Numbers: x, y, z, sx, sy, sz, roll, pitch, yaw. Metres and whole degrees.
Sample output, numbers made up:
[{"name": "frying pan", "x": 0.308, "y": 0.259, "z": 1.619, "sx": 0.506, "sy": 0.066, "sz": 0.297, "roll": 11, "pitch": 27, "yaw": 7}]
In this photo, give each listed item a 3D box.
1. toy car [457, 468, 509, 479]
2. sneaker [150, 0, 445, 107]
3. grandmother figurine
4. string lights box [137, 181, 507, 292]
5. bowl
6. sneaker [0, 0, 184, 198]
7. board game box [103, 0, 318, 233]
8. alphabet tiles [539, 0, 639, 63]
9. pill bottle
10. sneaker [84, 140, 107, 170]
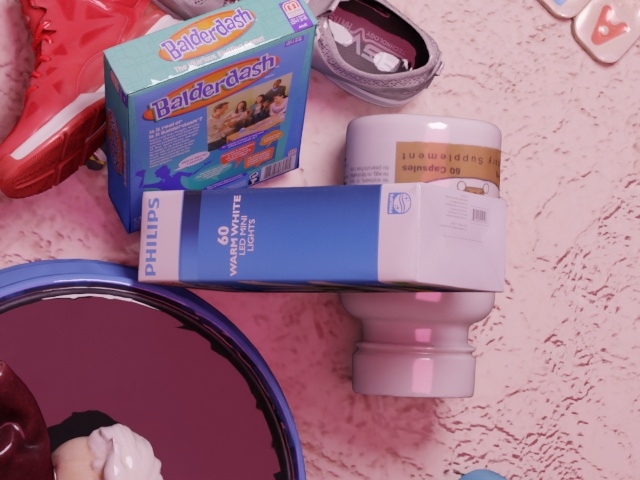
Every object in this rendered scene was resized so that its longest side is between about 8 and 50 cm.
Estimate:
[{"name": "toy car", "x": 0.194, "y": 0.351, "z": 1.612, "sx": 0.210, "sy": 0.219, "sz": 0.238, "roll": -47, "pitch": 131, "yaw": -13}, {"name": "sneaker", "x": -0.018, "y": -0.201, "z": 1.572, "sx": 0.281, "sy": 0.115, "sz": 0.105, "roll": 21, "pitch": 83, "yaw": -16}, {"name": "grandmother figurine", "x": -0.279, "y": 0.170, "z": 1.421, "sx": 0.342, "sy": 0.104, "sz": 0.207, "roll": 7, "pitch": 114, "yaw": -20}, {"name": "string lights box", "x": 0.000, "y": 0.000, "z": 1.485, "sx": 0.133, "sy": 0.260, "sz": 0.076, "roll": 9, "pitch": 82, "yaw": -55}, {"name": "bowl", "x": -0.196, "y": 0.209, "z": 1.531, "sx": 0.391, "sy": 0.077, "sz": 0.391, "roll": 0, "pitch": 89, "yaw": -17}, {"name": "sneaker", "x": -0.216, "y": -0.133, "z": 1.517, "sx": 0.128, "sy": 0.087, "sz": 0.221, "roll": 37, "pitch": 51, "yaw": 8}, {"name": "board game box", "x": -0.089, "y": -0.101, "z": 1.504, "sx": 0.160, "sy": 0.210, "sz": 0.047, "roll": -22, "pitch": 65, "yaw": -17}, {"name": "alphabet tiles", "x": 0.290, "y": -0.311, "z": 1.719, "sx": 0.284, "sy": 0.021, "sz": 0.278, "roll": 45, "pitch": 77, "yaw": -12}, {"name": "pill bottle", "x": 0.082, "y": 0.014, "z": 1.590, "sx": 0.131, "sy": 0.131, "sz": 0.229, "roll": 3, "pitch": 88, "yaw": -17}, {"name": "sneaker", "x": -0.201, "y": -0.094, "z": 1.563, "sx": 0.083, "sy": 0.031, "sz": 0.035, "roll": 48, "pitch": 50, "yaw": -4}]
